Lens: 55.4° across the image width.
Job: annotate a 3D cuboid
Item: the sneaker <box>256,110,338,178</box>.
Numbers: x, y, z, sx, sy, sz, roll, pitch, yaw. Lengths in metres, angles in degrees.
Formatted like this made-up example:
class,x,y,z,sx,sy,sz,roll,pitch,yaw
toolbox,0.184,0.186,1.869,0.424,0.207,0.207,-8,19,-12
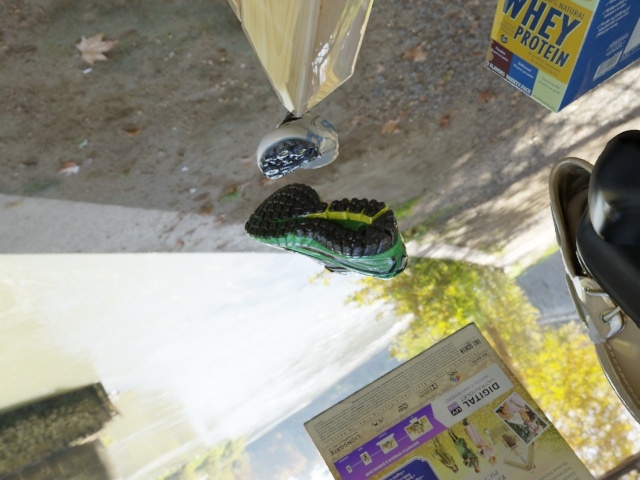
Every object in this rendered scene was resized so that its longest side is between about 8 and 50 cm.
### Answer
class,x,y,z,sx,sy,sz,roll,pitch,yaw
sneaker,-0.034,-0.132,0.792,0.085,0.086,0.237,-22,-177,15

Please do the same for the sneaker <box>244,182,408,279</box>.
class,x,y,z,sx,sy,sz,roll,pitch,yaw
sneaker,0.000,0.000,1.088,0.134,0.344,0.146,-53,136,-22

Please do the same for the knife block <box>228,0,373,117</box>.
class,x,y,z,sx,sy,sz,roll,pitch,yaw
knife block,0.002,-0.228,0.519,0.088,0.242,0.275,-40,126,-15

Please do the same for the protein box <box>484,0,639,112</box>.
class,x,y,z,sx,sy,sz,roll,pitch,yaw
protein box,0.350,-0.318,0.802,0.200,0.136,0.201,-33,150,-19

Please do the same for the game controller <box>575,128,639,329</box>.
class,x,y,z,sx,sy,sz,roll,pitch,yaw
game controller,0.246,0.078,0.285,0.067,0.319,0.166,-36,153,-1

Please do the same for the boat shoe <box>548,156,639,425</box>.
class,x,y,z,sx,sy,sz,roll,pitch,yaw
boat shoe,0.281,0.044,0.565,0.109,0.302,0.098,-33,131,32

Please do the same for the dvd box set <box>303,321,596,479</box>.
class,x,y,z,sx,sy,sz,roll,pitch,yaw
dvd box set,0.210,0.357,0.833,0.308,0.420,0.062,-30,151,-10
